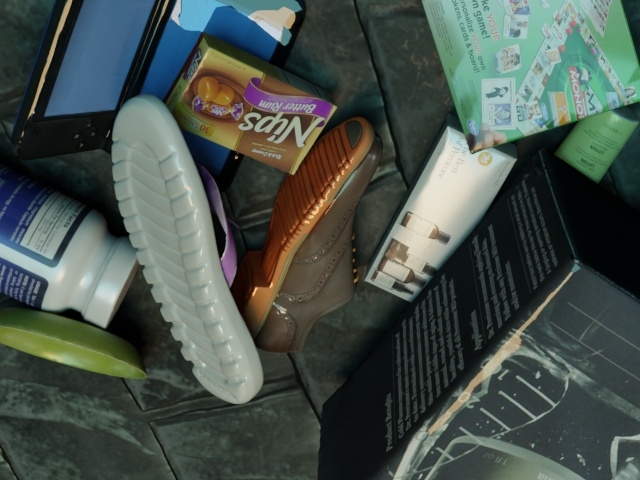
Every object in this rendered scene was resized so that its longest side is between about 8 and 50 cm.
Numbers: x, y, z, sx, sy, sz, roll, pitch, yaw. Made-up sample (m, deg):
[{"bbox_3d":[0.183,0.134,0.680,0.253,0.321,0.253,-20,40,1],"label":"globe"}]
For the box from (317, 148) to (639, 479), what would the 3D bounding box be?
[{"bbox_3d":[0.319,0.236,1.322,0.480,0.297,0.471,31,117,-13],"label":"box"}]

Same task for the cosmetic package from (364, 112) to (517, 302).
[{"bbox_3d":[0.152,-0.033,1.389,0.099,0.060,0.239,24,115,-4],"label":"cosmetic package"}]

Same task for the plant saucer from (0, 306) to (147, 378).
[{"bbox_3d":[-0.347,0.136,1.475,0.241,0.241,0.037,14,75,1],"label":"plant saucer"}]

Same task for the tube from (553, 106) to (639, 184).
[{"bbox_3d":[0.306,-0.068,1.356,0.070,0.062,0.240,50,124,30],"label":"tube"}]

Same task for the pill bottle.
[{"bbox_3d":[-0.374,0.005,1.428,0.265,0.153,0.153,27,115,-4],"label":"pill bottle"}]

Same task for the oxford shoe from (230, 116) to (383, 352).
[{"bbox_3d":[0.000,0.000,1.407,0.133,0.130,0.363,20,123,-20],"label":"oxford shoe"}]

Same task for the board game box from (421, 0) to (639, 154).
[{"bbox_3d":[0.227,-0.281,1.244,0.214,0.046,0.317,-16,100,13],"label":"board game box"}]

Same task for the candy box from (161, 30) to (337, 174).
[{"bbox_3d":[-0.087,-0.164,1.326,0.187,0.053,0.109,22,113,-29],"label":"candy box"}]

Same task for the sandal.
[{"bbox_3d":[-0.152,0.007,1.348,0.169,0.102,0.416,12,124,44],"label":"sandal"}]

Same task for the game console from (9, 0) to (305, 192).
[{"bbox_3d":[-0.195,-0.197,1.309,0.173,0.250,0.293,36,116,21],"label":"game console"}]
